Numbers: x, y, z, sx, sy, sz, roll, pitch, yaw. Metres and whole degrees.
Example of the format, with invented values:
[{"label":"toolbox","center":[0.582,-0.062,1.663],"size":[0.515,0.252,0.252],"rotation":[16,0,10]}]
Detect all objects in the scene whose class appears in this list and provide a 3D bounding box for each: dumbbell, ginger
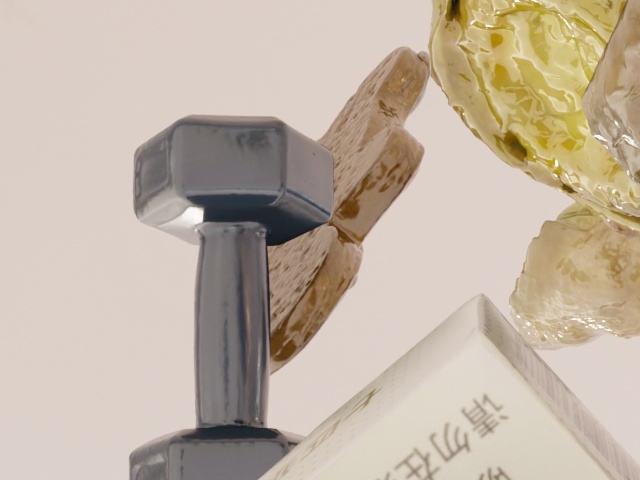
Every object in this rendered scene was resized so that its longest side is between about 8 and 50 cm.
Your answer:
[{"label":"dumbbell","center":[-0.067,0.069,1.389],"size":[0.160,0.144,0.325],"rotation":[0,-105,0]},{"label":"ginger","center":[0.240,0.051,1.517],"size":[0.122,0.115,0.193],"rotation":[39,-31,21]}]

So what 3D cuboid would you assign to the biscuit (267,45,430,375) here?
[{"label":"biscuit","center":[0.001,0.001,1.626],"size":[0.064,0.432,0.283],"rotation":[38,-66,-13]}]

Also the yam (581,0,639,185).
[{"label":"yam","center":[0.191,-0.156,0.723],"size":[0.081,0.081,0.357],"rotation":[31,-42,11]}]

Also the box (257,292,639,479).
[{"label":"box","center":[0.111,0.218,0.897],"size":[0.210,0.095,0.330],"rotation":[-41,-83,12]}]

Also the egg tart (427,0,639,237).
[{"label":"egg tart","center":[0.157,-0.107,1.071],"size":[0.279,0.095,0.279],"rotation":[38,-29,26]}]
